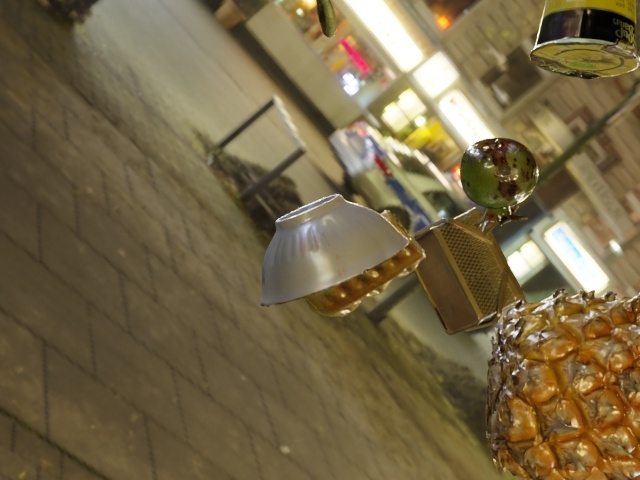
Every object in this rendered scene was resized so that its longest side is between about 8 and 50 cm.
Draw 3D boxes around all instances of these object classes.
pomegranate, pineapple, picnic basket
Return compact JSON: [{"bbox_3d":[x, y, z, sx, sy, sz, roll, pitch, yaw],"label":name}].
[{"bbox_3d":[0.325,-0.104,1.763,0.148,0.148,0.169,-96,167,-75],"label":"pomegranate"},{"bbox_3d":[0.408,0.238,1.490,0.352,0.300,0.352,3,90,-85],"label":"pineapple"},{"bbox_3d":[0.326,0.073,2.222,0.266,0.139,0.165,63,-27,6],"label":"picnic basket"}]

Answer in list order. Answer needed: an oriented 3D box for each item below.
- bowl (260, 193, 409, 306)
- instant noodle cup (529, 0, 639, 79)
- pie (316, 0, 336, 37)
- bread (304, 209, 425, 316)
[{"bbox_3d":[0.000,0.000,1.127,0.189,0.189,0.086,-66,132,-80],"label":"bowl"},{"bbox_3d":[0.525,-0.456,1.898,0.215,0.236,0.215,7,-6,1],"label":"instant noodle cup"},{"bbox_3d":[0.008,-0.404,1.740,0.084,0.021,0.084,164,-90,-78],"label":"pie"},{"bbox_3d":[0.064,0.051,1.584,0.128,0.232,0.088,38,35,-31],"label":"bread"}]
